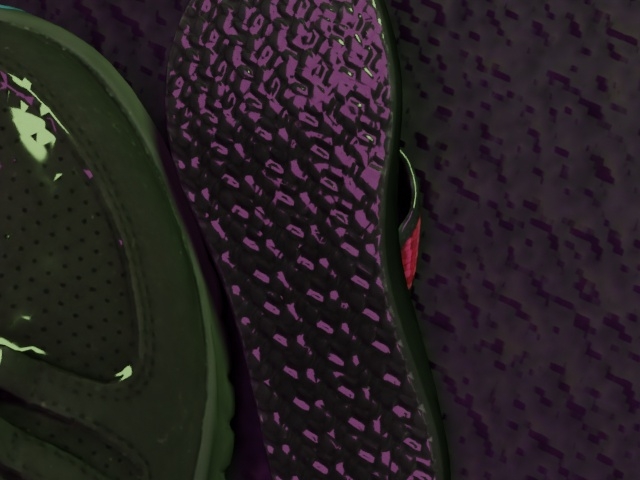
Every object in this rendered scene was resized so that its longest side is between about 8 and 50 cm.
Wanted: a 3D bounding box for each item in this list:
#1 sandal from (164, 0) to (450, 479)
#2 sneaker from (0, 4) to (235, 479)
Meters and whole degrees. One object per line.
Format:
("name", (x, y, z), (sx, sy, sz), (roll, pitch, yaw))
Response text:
("sandal", (0.000, 0.000, 0.558), (0.067, 0.040, 0.179), (-9, 94, 18))
("sneaker", (-0.100, 0.096, 0.510), (0.125, 0.139, 0.341), (-3, 79, 15))
